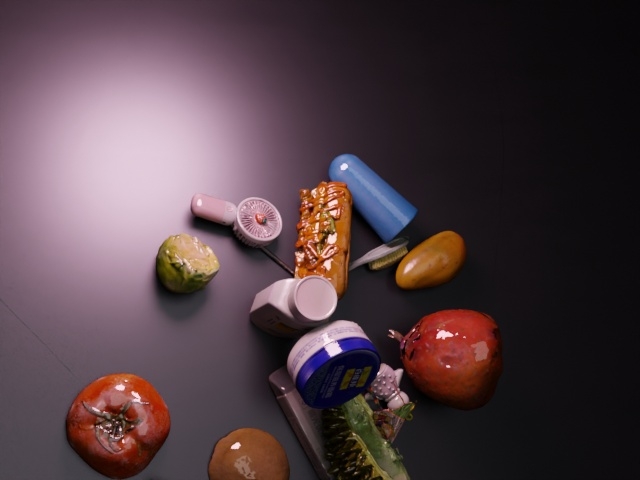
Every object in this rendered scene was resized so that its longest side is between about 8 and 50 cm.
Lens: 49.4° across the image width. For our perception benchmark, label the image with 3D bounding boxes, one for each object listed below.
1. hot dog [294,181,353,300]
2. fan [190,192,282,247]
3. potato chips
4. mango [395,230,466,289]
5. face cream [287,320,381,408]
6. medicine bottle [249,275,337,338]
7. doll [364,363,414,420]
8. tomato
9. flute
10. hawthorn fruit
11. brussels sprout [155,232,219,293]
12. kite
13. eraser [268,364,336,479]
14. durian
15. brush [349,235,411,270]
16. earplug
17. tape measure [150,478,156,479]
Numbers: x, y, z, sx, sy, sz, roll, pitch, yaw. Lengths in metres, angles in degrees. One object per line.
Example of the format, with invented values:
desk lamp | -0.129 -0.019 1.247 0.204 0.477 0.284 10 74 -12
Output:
hot dog | 0.000 0.000 1.843 0.117 0.158 0.348 27 61 -45
fan | -0.219 -0.062 1.805 0.245 0.074 0.130 17 56 -23
potato chips | -0.161 0.555 1.678 0.195 0.062 0.208 -24 83 -29
mango | 0.320 0.068 1.988 0.253 0.113 0.138 -31 99 -24
face cream | 0.029 0.286 1.623 0.206 0.205 0.111 -9 44 -25
medicine bottle | -0.062 0.166 1.697 0.161 0.296 0.111 25 66 -16
doll | 0.179 0.397 1.852 0.129 0.081 0.207 -38 94 2
tomato | -0.452 0.419 1.575 0.237 0.095 0.236 6 73 -21
flute | -0.168 0.009 1.856 0.270 0.014 0.014 39 64 -8
hawthorn fruit | 0.326 0.301 1.855 0.308 0.276 0.275 14 69 5
brussels sprout | -0.337 0.066 1.713 0.149 0.122 0.151 35 30 -16
kite | 0.150 0.425 1.814 0.198 0.006 0.244 -18 98 6
eraser | -0.014 0.477 1.760 0.089 0.061 0.351 -28 88 -30
durian | 0.113 0.497 1.697 0.198 0.163 0.394 -19 72 -33
brush | 0.135 0.067 1.948 0.297 0.068 0.060 -23 107 -23
earplug | 0.134 -0.133 1.966 0.273 0.132 0.132 45 64 -2
tape measure | -0.312 0.647 1.562 0.179 0.105 0.195 14 69 -19
